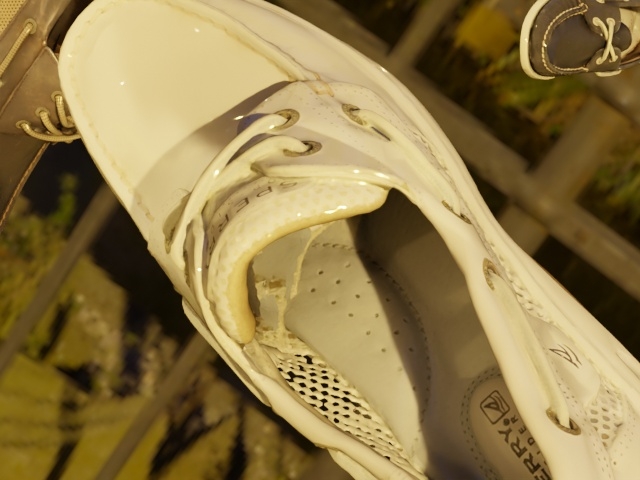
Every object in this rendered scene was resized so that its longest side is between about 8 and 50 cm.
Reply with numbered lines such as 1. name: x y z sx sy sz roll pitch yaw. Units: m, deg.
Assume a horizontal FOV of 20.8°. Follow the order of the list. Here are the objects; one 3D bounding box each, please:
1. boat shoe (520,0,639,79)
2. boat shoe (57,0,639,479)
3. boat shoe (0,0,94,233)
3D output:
1. boat shoe: 0.145 -0.106 0.908 0.038 0.046 0.125 14 15 33
2. boat shoe: 0.000 0.000 0.541 0.277 0.098 0.096 42 13 27
3. boat shoe: -0.238 -0.139 1.428 0.130 0.355 0.132 26 18 20
